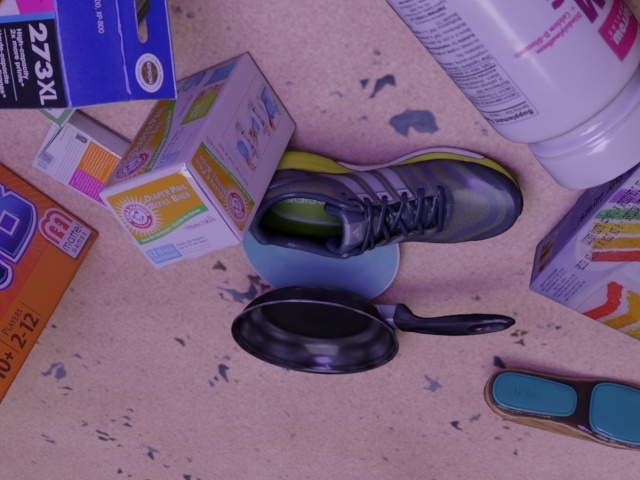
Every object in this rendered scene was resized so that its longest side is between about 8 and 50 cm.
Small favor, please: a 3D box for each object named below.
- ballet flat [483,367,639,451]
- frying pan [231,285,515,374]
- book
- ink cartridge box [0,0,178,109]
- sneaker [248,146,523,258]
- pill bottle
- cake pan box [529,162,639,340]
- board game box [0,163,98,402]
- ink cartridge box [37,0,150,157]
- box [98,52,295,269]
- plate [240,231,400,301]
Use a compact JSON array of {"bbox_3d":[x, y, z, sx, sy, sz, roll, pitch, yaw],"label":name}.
[{"bbox_3d":[0.307,0.199,1.467,0.232,0.080,0.073,14,159,9],"label":"ballet flat"},{"bbox_3d":[0.036,0.085,1.412,0.197,0.053,0.326,27,144,-32],"label":"frying pan"},{"bbox_3d":[-0.249,-0.081,1.420,0.144,0.035,0.096,31,134,-9],"label":"book"},{"bbox_3d":[-0.295,-0.213,1.191,0.371,0.069,0.175,3,104,36],"label":"ink cartridge box"},{"bbox_3d":[0.059,-0.026,1.287,0.300,0.121,0.111,-3,116,7],"label":"sneaker"},{"bbox_3d":[0.184,-0.189,1.109,0.160,0.160,0.283,-28,117,34],"label":"pill bottle"},{"bbox_3d":[0.376,0.015,1.250,0.246,0.070,0.267,24,144,-6],"label":"cake pan box"},{"bbox_3d":[-0.545,0.090,1.436,0.357,0.356,0.356,37,129,-15],"label":"board game box"},{"bbox_3d":[-0.246,-0.190,1.276,0.062,0.109,0.209,36,130,-13],"label":"ink cartridge box"},{"bbox_3d":[-0.120,-0.082,1.263,0.114,0.203,0.103,-18,121,29],"label":"box"},{"bbox_3d":[0.000,0.000,1.415,0.188,0.024,0.188,8,130,10],"label":"plate"}]
